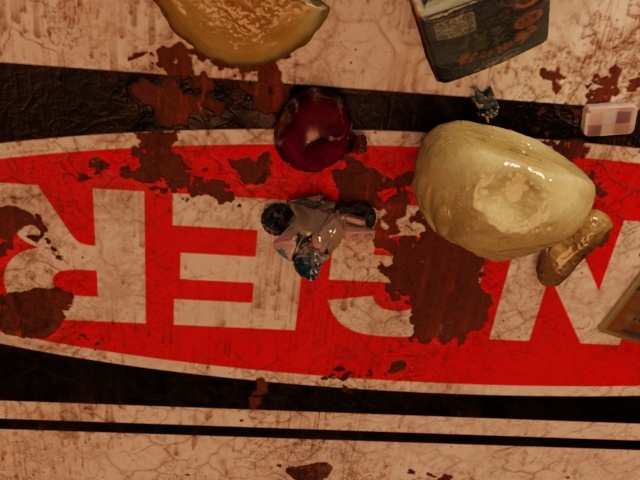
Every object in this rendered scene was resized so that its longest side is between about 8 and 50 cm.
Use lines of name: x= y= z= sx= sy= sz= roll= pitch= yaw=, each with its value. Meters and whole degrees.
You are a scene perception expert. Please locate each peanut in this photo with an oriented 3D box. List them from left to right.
peanut: x=0.553 y=0.018 z=1.943 sx=0.099 sy=0.099 sz=0.214 roll=33 pitch=118 yaw=-23

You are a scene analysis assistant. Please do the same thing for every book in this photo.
book: x=0.795 y=0.148 z=2.091 sx=0.170 sy=0.018 sz=0.241 roll=16 pitch=122 yaw=-15

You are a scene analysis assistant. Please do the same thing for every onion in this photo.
onion: x=0.011 y=-0.201 z=1.732 sx=0.198 sy=0.135 sz=0.173 roll=16 pitch=125 yaw=-16

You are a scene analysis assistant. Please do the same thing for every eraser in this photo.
eraser: x=0.590 y=-0.249 z=1.800 sx=0.105 sy=0.026 sz=0.065 roll=-5 pitch=127 yaw=-1

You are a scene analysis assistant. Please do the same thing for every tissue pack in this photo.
tissue pack: x=0.281 y=-0.393 z=1.530 sx=0.228 sy=0.103 sz=0.316 roll=-19 pitch=168 yaw=9

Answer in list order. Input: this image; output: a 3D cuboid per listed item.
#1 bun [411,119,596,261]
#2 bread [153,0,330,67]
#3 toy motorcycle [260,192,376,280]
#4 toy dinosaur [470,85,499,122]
bun: x=0.348 y=-0.085 z=1.728 sx=0.349 sy=0.352 sz=0.227 roll=27 pitch=114 yaw=23
bread: x=-0.146 y=-0.465 z=1.524 sx=0.333 sy=0.160 sz=0.333 roll=-1 pitch=123 yaw=-2
toy motorcycle: x=0.000 y=0.004 z=1.835 sx=0.239 sy=0.204 sz=0.108 roll=-12 pitch=141 yaw=10
toy dinosaur: x=0.328 y=-0.277 z=1.761 sx=0.047 sy=0.030 sz=0.083 roll=-23 pitch=122 yaw=10
